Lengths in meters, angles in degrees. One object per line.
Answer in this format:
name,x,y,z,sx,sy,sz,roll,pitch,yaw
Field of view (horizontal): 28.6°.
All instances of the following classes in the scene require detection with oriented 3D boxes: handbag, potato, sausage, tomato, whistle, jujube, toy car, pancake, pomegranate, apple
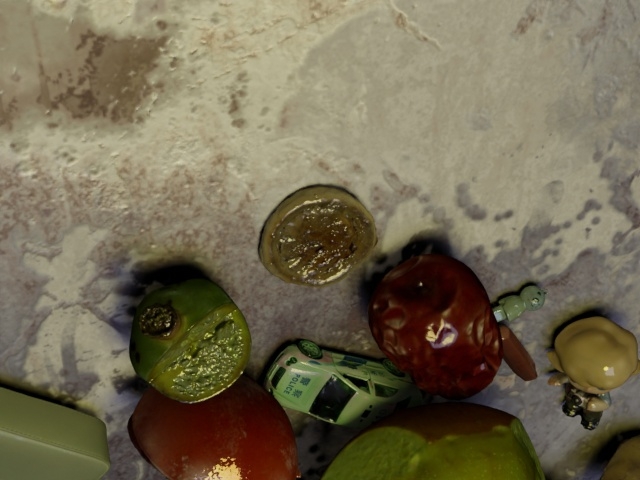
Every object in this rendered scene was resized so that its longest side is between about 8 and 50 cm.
handbag,-0.406,0.276,1.544,0.256,0.079,0.219,26,123,-35
potato,0.526,0.376,1.949,0.243,0.098,0.138,8,94,-52
sausage,0.267,0.155,1.738,0.030,0.035,0.147,-7,146,25
tomato,-0.113,0.230,1.548,0.228,0.199,0.112,12,114,-34
whistle,0.263,0.089,1.697,0.100,0.035,0.035,-24,130,-3
jujube,0.156,0.117,1.604,0.155,0.155,0.230,-34,136,5
toy car,0.034,0.202,1.662,0.224,0.076,0.090,15,119,-31
pancake,0.000,-0.001,1.529,0.151,0.025,0.152,-10,127,-14
pomegranate,-0.167,0.105,1.473,0.143,0.122,0.169,-45,136,5
apple,0.159,0.407,1.592,0.374,0.374,0.384,8,116,-27

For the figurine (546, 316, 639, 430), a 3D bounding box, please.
figurine,0.382,0.193,1.789,0.108,0.114,0.196,-30,147,-30
